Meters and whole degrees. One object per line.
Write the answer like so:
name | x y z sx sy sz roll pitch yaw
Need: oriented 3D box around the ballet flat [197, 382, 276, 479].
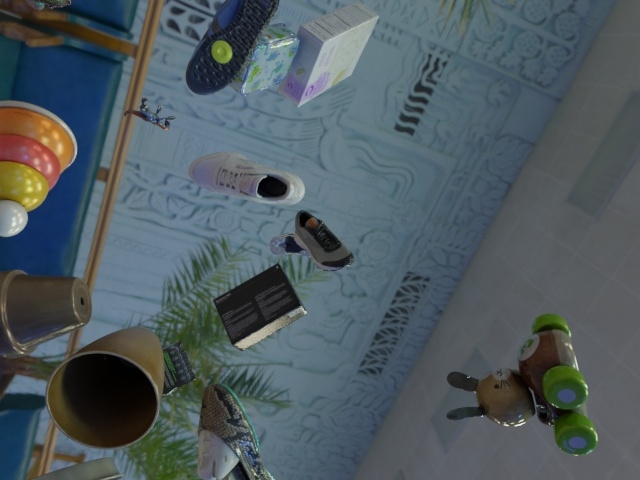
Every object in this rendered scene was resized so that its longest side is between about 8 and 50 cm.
ballet flat | -0.231 0.619 1.342 0.182 0.164 0.483 -45 125 -45

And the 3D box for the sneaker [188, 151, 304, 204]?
sneaker | -0.194 -0.161 1.264 0.152 0.305 0.114 -46 147 -81

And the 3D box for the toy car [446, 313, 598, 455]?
toy car | 0.274 0.209 0.718 0.155 0.188 0.149 -57 130 -61

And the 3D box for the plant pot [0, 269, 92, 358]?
plant pot | -0.830 0.203 1.498 0.263 0.229 0.263 171 -90 -85

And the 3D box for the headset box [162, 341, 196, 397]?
headset box | -0.549 0.427 1.488 0.246 0.283 0.131 -26 -94 40

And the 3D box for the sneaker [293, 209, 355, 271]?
sneaker | -0.001 0.000 1.486 0.271 0.100 0.108 39 -33 43

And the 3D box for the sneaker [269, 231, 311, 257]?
sneaker | -0.071 0.011 1.912 0.153 0.234 0.094 -78 163 -79

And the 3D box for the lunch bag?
lunch bag | -0.164 -0.497 1.374 0.219 0.090 0.176 -37 164 -45

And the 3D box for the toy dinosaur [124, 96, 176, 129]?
toy dinosaur | -0.351 -0.258 1.042 0.082 0.090 0.047 73 -6 -52

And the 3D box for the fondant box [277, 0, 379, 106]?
fondant box | 0.025 -0.591 1.575 0.330 0.096 0.238 -42 169 -40

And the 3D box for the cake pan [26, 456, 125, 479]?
cake pan | -0.612 0.575 1.158 0.293 0.293 0.054 -52 -127 54

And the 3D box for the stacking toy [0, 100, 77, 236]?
stacking toy | -1.067 -0.214 1.732 0.351 0.350 0.480 122 -32 -45

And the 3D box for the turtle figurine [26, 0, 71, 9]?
turtle figurine | -0.657 -0.625 1.208 0.234 0.175 0.118 16 -63 59

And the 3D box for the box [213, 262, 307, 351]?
box | -0.204 0.225 1.690 0.184 0.261 0.103 60 -3 27

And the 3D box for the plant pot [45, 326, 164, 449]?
plant pot | -0.469 0.311 1.177 0.254 0.237 0.237 -104 -147 -75

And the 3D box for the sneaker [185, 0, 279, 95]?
sneaker | -0.137 -0.299 0.742 0.082 0.069 0.209 13 -110 53
